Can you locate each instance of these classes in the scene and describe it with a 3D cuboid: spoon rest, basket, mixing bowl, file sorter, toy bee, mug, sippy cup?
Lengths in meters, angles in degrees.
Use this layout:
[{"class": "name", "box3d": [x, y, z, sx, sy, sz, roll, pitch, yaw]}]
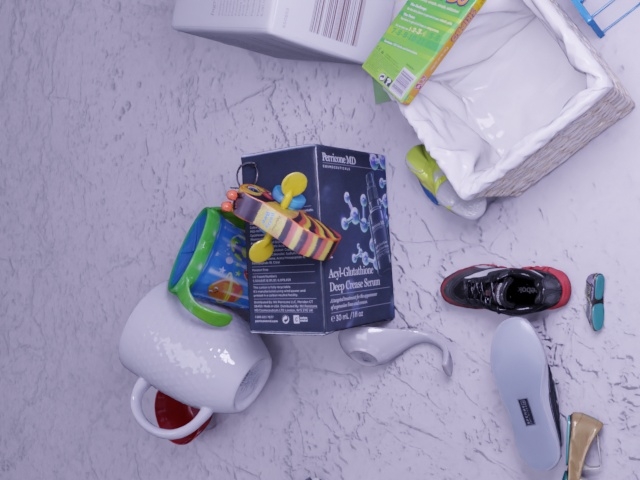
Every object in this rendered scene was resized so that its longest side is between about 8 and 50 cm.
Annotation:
[{"class": "spoon rest", "box3d": [0.169, 0.243, 1.634, 0.276, 0.137, 0.084, 5, 53, 28]}, {"class": "basket", "box3d": [0.358, -0.293, 1.386, 0.328, 0.266, 0.331, -41, 69, 29]}, {"class": "mixing bowl", "box3d": [-0.365, 0.468, 2.011, 0.181, 0.098, 0.181, 1, 92, 36]}, {"class": "file sorter", "box3d": [0.514, -0.493, 1.363, 0.104, 0.118, 0.170, -37, 71, 27]}, {"class": "toy bee", "box3d": [-0.114, -0.049, 1.430, 0.298, 0.162, 0.195, 14, 101, 33]}, {"class": "mug", "box3d": [-0.329, 0.328, 1.844, 0.328, 0.276, 0.374, 27, 69, 22]}, {"class": "sippy cup", "box3d": [-0.233, 0.064, 1.811, 0.240, 0.224, 0.305, -4, 63, 68]}]

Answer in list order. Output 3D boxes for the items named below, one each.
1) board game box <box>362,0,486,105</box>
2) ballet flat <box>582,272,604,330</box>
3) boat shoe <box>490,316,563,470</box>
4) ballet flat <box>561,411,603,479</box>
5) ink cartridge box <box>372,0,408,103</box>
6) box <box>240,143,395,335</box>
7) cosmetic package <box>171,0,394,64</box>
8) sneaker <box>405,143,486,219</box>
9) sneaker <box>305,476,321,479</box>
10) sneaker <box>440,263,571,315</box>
[{"class": "board game box", "box3d": [0.193, -0.389, 1.322, 0.124, 0.039, 0.259, 49, 118, 28]}, {"class": "ballet flat", "box3d": [0.535, 0.119, 1.415, 0.041, 0.041, 0.114, 4, 93, 35]}, {"class": "boat shoe", "box3d": [0.428, 0.298, 1.450, 0.113, 0.105, 0.306, -19, 86, 30]}, {"class": "ballet flat", "box3d": [0.510, 0.456, 1.415, 0.073, 0.080, 0.232, 8, 97, 20]}, {"class": "ink cartridge box", "box3d": [0.171, -0.447, 1.644, 0.171, 0.056, 0.235, -8, 84, 34]}, {"class": "box", "box3d": [0.000, 0.000, 1.627, 0.212, 0.293, 0.395, -5, 89, 35]}, {"class": "cosmetic package", "box3d": [-0.076, -0.588, 1.603, 0.394, 0.329, 0.327, 20, 102, 46]}, {"class": "sneaker", "box3d": [0.278, -0.109, 1.531, 0.091, 0.126, 0.240, -37, 52, 3]}, {"class": "sneaker", "box3d": [-0.001, 0.661, 1.762, 0.235, 0.094, 0.153, 5, 102, 45]}, {"class": "sneaker", "box3d": [0.359, 0.100, 1.475, 0.276, 0.135, 0.097, -2, 92, 36]}]
